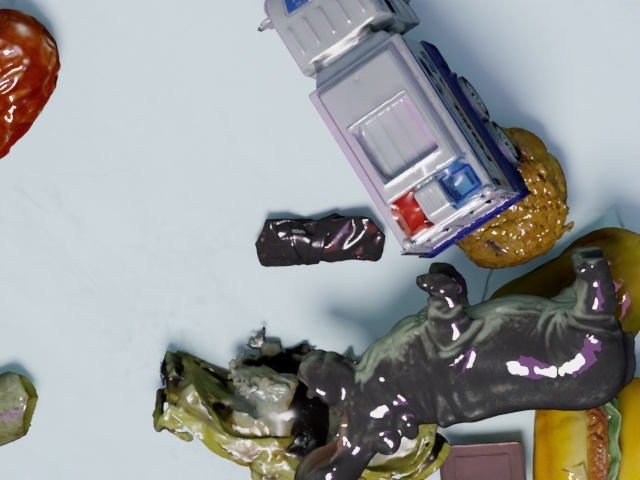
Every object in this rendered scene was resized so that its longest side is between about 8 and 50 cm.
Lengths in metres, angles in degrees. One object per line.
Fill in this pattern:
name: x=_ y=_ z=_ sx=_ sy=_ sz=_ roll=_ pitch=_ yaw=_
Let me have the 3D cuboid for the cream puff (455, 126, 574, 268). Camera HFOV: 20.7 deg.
cream puff: x=0.161 y=-0.038 z=1.606 sx=0.126 sy=0.103 sz=0.144 roll=-34 pitch=104 yaw=15

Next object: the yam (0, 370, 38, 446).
yam: x=-0.341 y=0.177 z=1.719 sx=0.146 sy=0.070 sz=0.070 roll=-19 pitch=113 yaw=7

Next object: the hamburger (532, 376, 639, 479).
hamburger: x=0.283 y=0.238 z=1.654 sx=0.170 sy=0.246 sz=0.246 roll=2 pitch=114 yaw=5

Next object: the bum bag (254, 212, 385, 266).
bum bag: x=0.000 y=0.001 z=1.660 sx=0.124 sy=0.034 sz=0.058 roll=-6 pitch=127 yaw=3

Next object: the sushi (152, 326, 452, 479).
sushi: x=-0.017 y=0.172 z=1.683 sx=0.291 sy=0.139 sz=0.131 roll=17 pitch=105 yaw=-6

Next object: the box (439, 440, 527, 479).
box: x=0.160 y=0.238 z=1.743 sx=0.084 sy=0.060 sz=0.063 roll=-4 pitch=157 yaw=0

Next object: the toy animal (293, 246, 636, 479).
toy animal: x=0.110 y=0.109 z=1.567 sx=0.343 sy=0.106 sz=0.168 roll=-22 pitch=95 yaw=13

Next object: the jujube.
jujube: x=-0.309 y=-0.130 z=1.567 sx=0.176 sy=0.109 sz=0.112 roll=-47 pitch=143 yaw=9

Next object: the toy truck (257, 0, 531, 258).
toy truck: x=0.056 y=-0.124 z=1.498 sx=0.124 sy=0.155 sz=0.268 roll=-35 pitch=81 yaw=14

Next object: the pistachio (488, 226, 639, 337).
pistachio: x=0.240 y=0.063 z=1.641 sx=0.189 sy=0.100 sz=0.110 roll=-34 pitch=80 yaw=13
